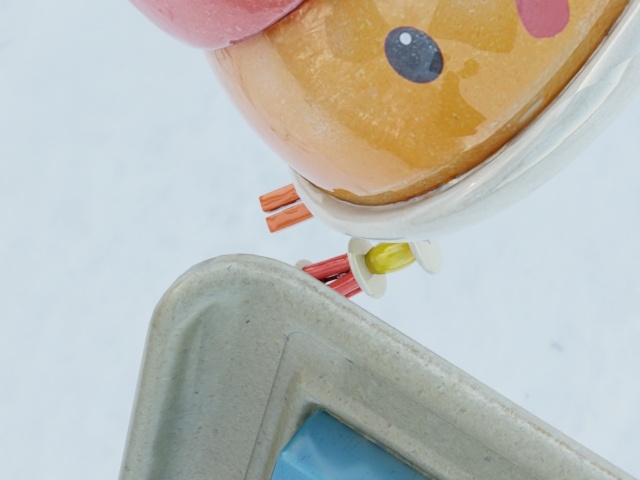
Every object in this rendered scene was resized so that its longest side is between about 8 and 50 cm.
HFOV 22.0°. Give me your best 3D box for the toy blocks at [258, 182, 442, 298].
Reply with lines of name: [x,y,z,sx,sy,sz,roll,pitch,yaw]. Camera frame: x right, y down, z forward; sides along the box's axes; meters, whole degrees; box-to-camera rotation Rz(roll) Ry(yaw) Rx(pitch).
toy blocks: [0.000,0.000,1.245,0.148,0.054,0.123,-24,113,22]

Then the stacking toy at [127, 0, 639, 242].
stacking toy: [-0.064,-0.237,0.781,0.480,0.350,0.351,27,105,-27]

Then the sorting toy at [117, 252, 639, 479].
sorting toy: [0.033,0.157,0.463,0.229,0.041,0.307,28,138,10]
